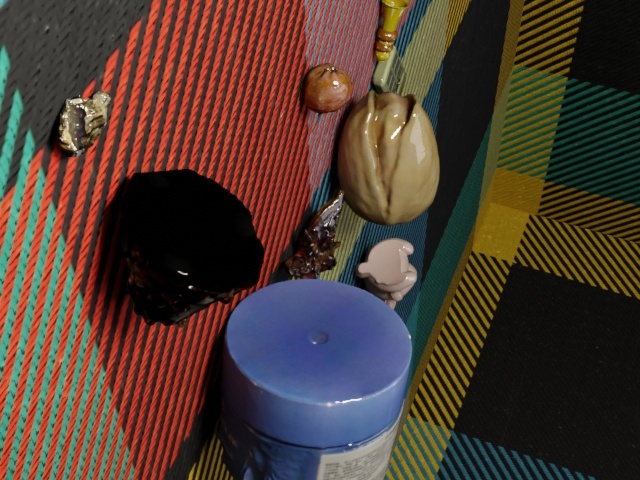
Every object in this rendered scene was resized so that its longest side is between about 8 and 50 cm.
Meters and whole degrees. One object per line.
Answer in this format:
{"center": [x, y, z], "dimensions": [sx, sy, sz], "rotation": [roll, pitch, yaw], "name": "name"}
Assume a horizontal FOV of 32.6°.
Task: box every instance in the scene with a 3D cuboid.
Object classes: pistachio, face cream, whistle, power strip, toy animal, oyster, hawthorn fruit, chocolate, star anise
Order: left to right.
{"center": [-0.192, -0.092, 0.894], "dimensions": [0.083, 0.019, 0.054], "rotation": [-42, 146, -65], "name": "oyster"}
{"center": [-0.144, 0.027, 1.057], "dimensions": [0.133, 0.156, 0.156], "rotation": [-49, -179, 33], "name": "chocolate"}
{"center": [-0.012, 0.211, 1.475], "dimensions": [0.249, 0.249, 0.225], "rotation": [-55, 157, -52], "name": "face cream"}
{"center": [-0.004, -0.002, 1.668], "dimensions": [0.212, 0.053, 0.157], "rotation": [42, 66, -73], "name": "star anise"}
{"center": [0.006, -0.187, 1.472], "dimensions": [0.067, 0.066, 0.103], "rotation": [-55, 159, -52], "name": "hawthorn fruit"}
{"center": [0.104, -0.341, 1.757], "dimensions": [0.046, 0.057, 0.109], "rotation": [-8, 136, -25], "name": "whistle"}
{"center": [0.136, 0.069, 2.184], "dimensions": [0.212, 0.124, 0.124], "rotation": [83, 26, -73], "name": "toy animal"}
{"center": [0.109, -0.123, 1.750], "dimensions": [0.293, 0.162, 0.181], "rotation": [75, 17, -58], "name": "pistachio"}
{"center": [0.121, -0.276, 1.886], "dimensions": [0.169, 0.028, 0.076], "rotation": [42, 65, -75], "name": "power strip"}
